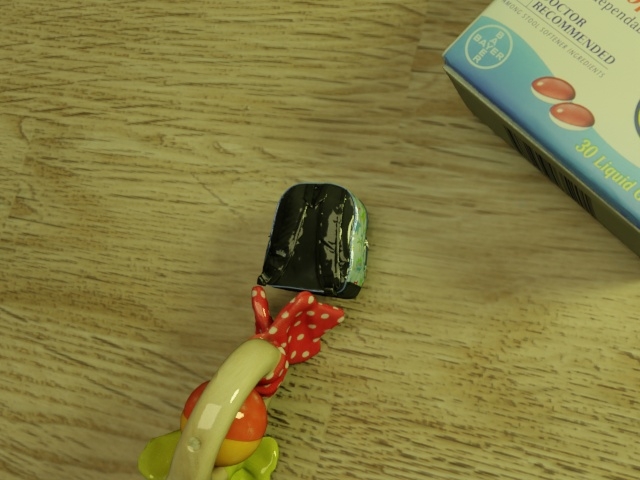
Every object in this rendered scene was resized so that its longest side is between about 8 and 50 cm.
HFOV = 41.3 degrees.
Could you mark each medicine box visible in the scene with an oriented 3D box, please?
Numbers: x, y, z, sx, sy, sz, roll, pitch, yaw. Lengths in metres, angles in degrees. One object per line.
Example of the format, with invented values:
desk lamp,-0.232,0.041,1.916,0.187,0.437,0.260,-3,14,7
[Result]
medicine box,0.310,-0.167,0.770,0.289,0.149,0.263,-46,65,6

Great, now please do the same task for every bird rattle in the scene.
bird rattle,-0.072,0.165,0.823,0.143,0.207,0.253,34,100,8

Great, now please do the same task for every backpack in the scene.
backpack,0.000,0.000,0.888,0.105,0.084,0.114,6,84,23
